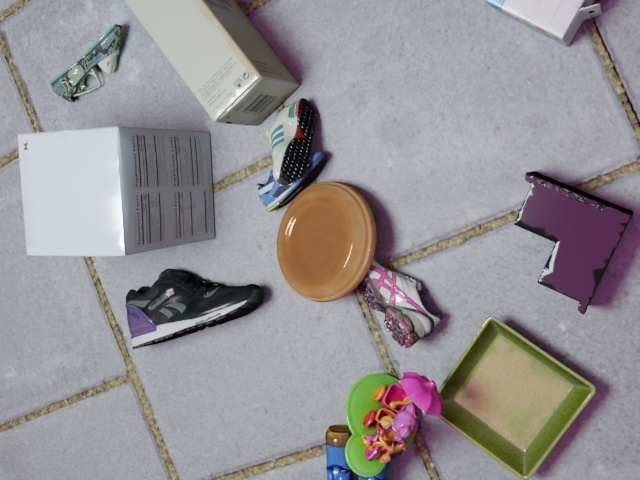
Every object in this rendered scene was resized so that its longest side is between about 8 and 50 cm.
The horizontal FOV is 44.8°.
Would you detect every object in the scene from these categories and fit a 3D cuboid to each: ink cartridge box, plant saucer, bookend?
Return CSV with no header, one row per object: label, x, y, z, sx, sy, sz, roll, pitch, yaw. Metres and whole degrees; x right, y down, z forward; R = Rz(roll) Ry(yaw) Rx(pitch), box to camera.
ink cartridge box,0.323,-0.342,1.098,0.143,0.092,0.090,33,108,17
plant saucer,0.294,0.239,1.200,0.188,0.045,0.188,36,108,16
plant saucer,0.000,0.000,1.266,0.200,0.037,0.200,-7,78,37
bookend,0.349,0.000,1.137,0.156,0.072,0.157,25,105,19

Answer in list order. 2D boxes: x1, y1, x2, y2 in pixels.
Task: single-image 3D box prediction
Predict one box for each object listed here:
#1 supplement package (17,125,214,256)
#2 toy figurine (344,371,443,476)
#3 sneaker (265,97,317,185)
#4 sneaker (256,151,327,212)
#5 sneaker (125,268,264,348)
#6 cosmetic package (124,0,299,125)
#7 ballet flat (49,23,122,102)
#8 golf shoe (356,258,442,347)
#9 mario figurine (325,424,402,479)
supplement package,-0.333,-0.085,1.307,0.199,0.262,0.198,0,96,23
toy figurine,0.117,0.266,1.177,0.130,0.173,0.159,32,150,-6
sneaker,-0.058,-0.156,1.273,0.075,0.057,0.161,-11,57,41
sneaker,-0.052,-0.108,1.302,0.144,0.053,0.059,-38,79,20
sneaker,-0.237,0.101,1.378,0.283,0.107,0.124,-19,82,23
cosmetic package,-0.189,-0.342,1.277,0.113,0.160,0.309,-39,82,20
ballet flat,-0.416,-0.321,1.433,0.188,0.070,0.070,-33,83,24
golf shoe,0.116,0.083,1.256,0.086,0.067,0.186,-30,69,-18
mario figurine,0.054,0.478,1.310,0.198,0.170,0.321,8,88,58
